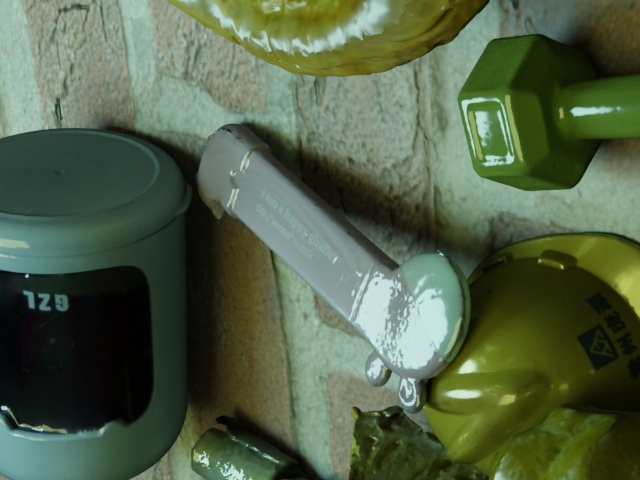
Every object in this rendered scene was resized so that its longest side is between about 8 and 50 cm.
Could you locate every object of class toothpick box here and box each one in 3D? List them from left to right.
[{"bbox_3d":[-0.245,0.085,1.566,0.263,0.263,0.355,23,125,35],"label":"toothpick box"}]

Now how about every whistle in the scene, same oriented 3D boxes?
[{"bbox_3d":[0.008,0.272,1.520,0.326,0.057,0.068,30,91,29],"label":"whistle"}]

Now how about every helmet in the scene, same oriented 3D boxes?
[{"bbox_3d":[0.162,0.113,1.242,0.257,0.140,0.205,-32,86,50],"label":"helmet"}]

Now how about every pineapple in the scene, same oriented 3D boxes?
[{"bbox_3d":[0.086,0.236,1.330,0.236,0.186,0.114,25,130,48],"label":"pineapple"}]

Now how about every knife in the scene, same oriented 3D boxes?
[{"bbox_3d":[0.001,0.000,1.343,0.398,0.038,0.132,41,116,45],"label":"knife"}]

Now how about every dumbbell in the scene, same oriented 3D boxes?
[{"bbox_3d":[0.236,-0.094,1.083,0.302,0.108,0.121,0,110,44],"label":"dumbbell"}]

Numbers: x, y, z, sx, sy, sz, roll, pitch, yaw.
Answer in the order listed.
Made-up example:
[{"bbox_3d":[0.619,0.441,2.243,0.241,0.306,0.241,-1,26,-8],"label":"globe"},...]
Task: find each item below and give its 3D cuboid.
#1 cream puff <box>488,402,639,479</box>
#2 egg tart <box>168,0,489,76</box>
[{"bbox_3d":[0.229,0.257,1.149,0.281,0.185,0.282,-1,124,-1],"label":"cream puff"},{"bbox_3d":[0.009,-0.341,1.135,0.443,0.178,0.443,19,120,36],"label":"egg tart"}]
